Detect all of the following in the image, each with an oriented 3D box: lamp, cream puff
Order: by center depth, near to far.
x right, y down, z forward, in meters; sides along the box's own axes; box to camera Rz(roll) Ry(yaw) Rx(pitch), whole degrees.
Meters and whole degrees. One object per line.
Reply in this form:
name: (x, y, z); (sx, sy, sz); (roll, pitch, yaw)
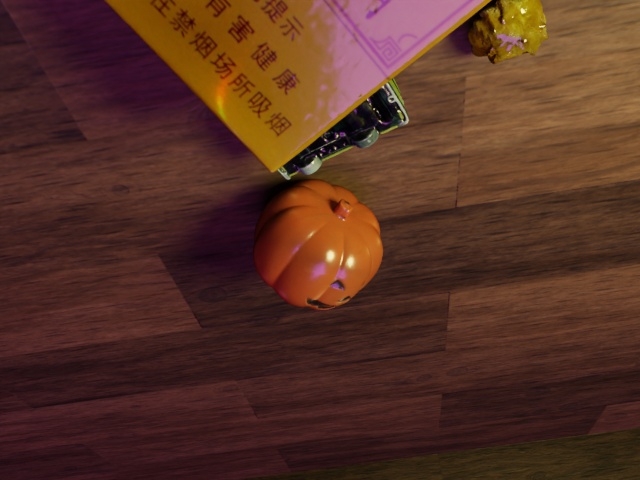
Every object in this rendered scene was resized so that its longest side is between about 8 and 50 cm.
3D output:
cream puff: (0.213, -0.236, 0.618); (0.083, 0.058, 0.083); (16, 134, -22)
lamp: (0.000, 0.000, 0.781); (0.188, 0.187, 0.163); (13, 137, -22)

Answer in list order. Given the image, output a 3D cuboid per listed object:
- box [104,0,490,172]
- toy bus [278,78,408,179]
box: (0.027, -0.279, 0.434); (0.416, 0.115, 0.264); (-33, 112, 28)
toy bus: (0.010, -0.156, 0.655); (0.175, 0.101, 0.088); (-22, 132, 25)
